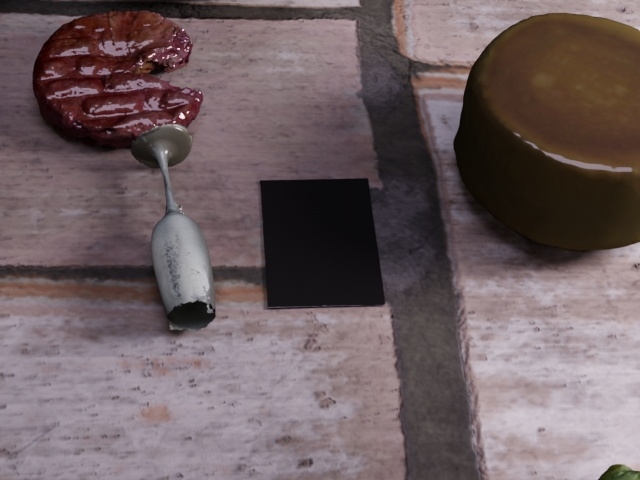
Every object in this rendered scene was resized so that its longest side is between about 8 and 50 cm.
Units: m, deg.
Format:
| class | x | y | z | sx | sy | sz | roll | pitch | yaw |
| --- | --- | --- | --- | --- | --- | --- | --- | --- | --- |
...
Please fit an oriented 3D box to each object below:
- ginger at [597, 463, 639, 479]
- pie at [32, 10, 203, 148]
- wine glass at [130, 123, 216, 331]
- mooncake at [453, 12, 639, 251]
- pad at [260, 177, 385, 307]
| class | x | y | z | sx | sy | sz | roll | pitch | yaw |
| --- | --- | --- | --- | --- | --- | --- | --- | --- | --- |
| ginger | 0.327 | 0.261 | 1.203 | 0.290 | 0.089 | 0.137 | -5 | 31 | -4 |
| pie | -0.241 | -0.195 | 1.570 | 0.204 | 0.054 | 0.218 | 4 | 51 | -2 |
| wine glass | -0.155 | -0.012 | 1.408 | 0.074 | 0.074 | 0.262 | -6 | 50 | -11 |
| mooncake | 0.295 | -0.121 | 1.485 | 0.284 | 0.155 | 0.284 | 2 | 47 | -2 |
| pad | 0.000 | 0.000 | 1.453 | 0.127 | 0.004 | 0.190 | -1 | 48 | -6 |
